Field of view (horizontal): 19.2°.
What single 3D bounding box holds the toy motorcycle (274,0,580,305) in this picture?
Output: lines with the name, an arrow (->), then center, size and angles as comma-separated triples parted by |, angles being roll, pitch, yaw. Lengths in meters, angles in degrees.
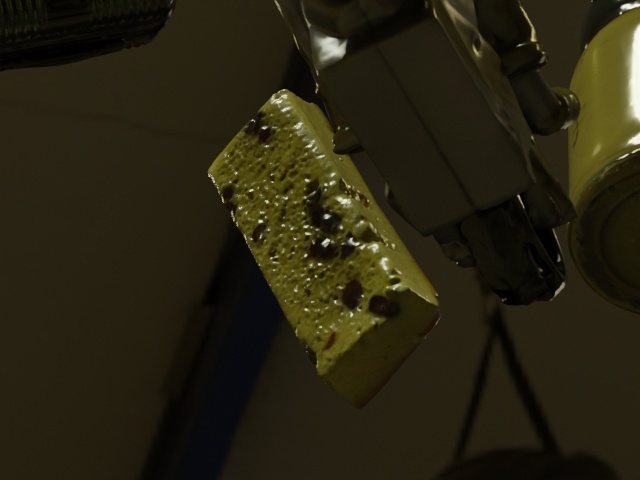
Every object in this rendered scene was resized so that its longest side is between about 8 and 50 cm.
toy motorcycle -> 0.019, -0.083, 0.591 | 0.073, 0.152, 0.225 | -25, -42, 13

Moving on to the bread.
bread -> 0.000, 0.000, 1.969 | 0.138, 0.361, 0.077 | -45, -45, 15

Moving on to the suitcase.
suitcase -> -0.235, -0.290, 1.479 | 0.202, 0.312, 0.128 | -11, -9, -16

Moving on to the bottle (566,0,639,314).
bottle -> 0.294, -0.109, 1.593 | 0.171, 0.351, 0.171 | 4, -50, 5
